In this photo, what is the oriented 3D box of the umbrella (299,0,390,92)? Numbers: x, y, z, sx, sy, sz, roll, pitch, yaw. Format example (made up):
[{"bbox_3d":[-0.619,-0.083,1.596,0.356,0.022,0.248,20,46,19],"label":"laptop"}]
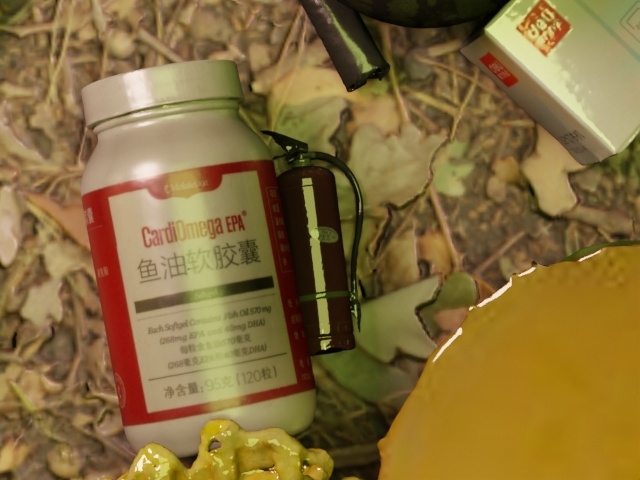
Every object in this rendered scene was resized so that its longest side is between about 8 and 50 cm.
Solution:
[{"bbox_3d":[0.003,-0.166,1.326,0.036,0.031,0.133,-29,90,-37],"label":"umbrella"}]

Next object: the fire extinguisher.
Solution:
[{"bbox_3d":[0.000,0.000,1.312,0.078,0.045,0.157,-5,86,-38],"label":"fire extinguisher"}]

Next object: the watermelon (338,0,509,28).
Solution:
[{"bbox_3d":[0.069,-0.245,1.255,0.212,0.212,0.212,1,86,-9],"label":"watermelon"}]

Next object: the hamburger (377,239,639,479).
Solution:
[{"bbox_3d":[0.234,0.177,1.193,0.395,0.277,0.396,-2,85,18],"label":"hamburger"}]

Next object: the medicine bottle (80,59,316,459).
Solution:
[{"bbox_3d":[-0.084,0.014,1.250,0.131,0.131,0.250,-10,89,-10],"label":"medicine bottle"}]

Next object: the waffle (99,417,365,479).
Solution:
[{"bbox_3d":[-0.062,0.244,1.224,0.262,0.060,0.280,34,109,-23],"label":"waffle"}]

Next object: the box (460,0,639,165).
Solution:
[{"bbox_3d":[0.236,-0.192,1.343,0.135,0.079,0.269,42,81,-5],"label":"box"}]
